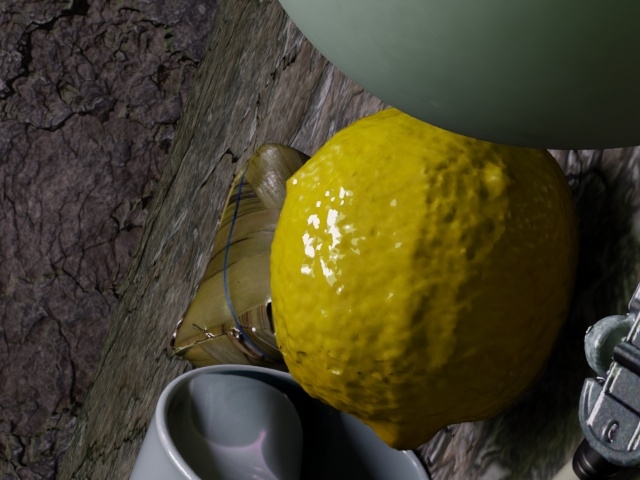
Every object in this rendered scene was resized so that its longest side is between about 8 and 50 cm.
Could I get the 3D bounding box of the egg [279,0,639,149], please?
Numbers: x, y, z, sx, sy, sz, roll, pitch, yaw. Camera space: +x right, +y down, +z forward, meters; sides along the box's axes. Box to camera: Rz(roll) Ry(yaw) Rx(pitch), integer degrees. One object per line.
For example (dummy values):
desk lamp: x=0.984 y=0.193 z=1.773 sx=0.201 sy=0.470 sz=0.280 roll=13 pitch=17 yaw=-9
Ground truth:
egg: x=0.104 y=-0.173 z=0.542 sx=0.389 sy=0.276 sz=0.276 roll=4 pitch=76 yaw=68

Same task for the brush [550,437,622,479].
brush: x=0.138 y=0.130 z=0.740 sx=0.299 sy=0.042 sz=0.039 roll=-58 pitch=47 yaw=43

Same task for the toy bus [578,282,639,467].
toy bus: x=0.189 y=0.018 z=0.590 sx=0.194 sy=0.089 sz=0.087 roll=-65 pitch=15 yaw=3

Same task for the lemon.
lemon: x=0.064 y=0.015 z=0.842 sx=0.192 sy=0.192 sz=0.231 roll=-174 pitch=95 yaw=-74

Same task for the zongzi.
zongzi: x=0.000 y=0.000 z=1.254 sx=0.289 sy=0.123 sz=0.260 roll=-24 pitch=41 yaw=49

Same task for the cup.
cup: x=-0.070 y=0.268 z=0.985 sx=0.205 sy=0.205 sz=0.312 roll=-104 pitch=35 yaw=-62
